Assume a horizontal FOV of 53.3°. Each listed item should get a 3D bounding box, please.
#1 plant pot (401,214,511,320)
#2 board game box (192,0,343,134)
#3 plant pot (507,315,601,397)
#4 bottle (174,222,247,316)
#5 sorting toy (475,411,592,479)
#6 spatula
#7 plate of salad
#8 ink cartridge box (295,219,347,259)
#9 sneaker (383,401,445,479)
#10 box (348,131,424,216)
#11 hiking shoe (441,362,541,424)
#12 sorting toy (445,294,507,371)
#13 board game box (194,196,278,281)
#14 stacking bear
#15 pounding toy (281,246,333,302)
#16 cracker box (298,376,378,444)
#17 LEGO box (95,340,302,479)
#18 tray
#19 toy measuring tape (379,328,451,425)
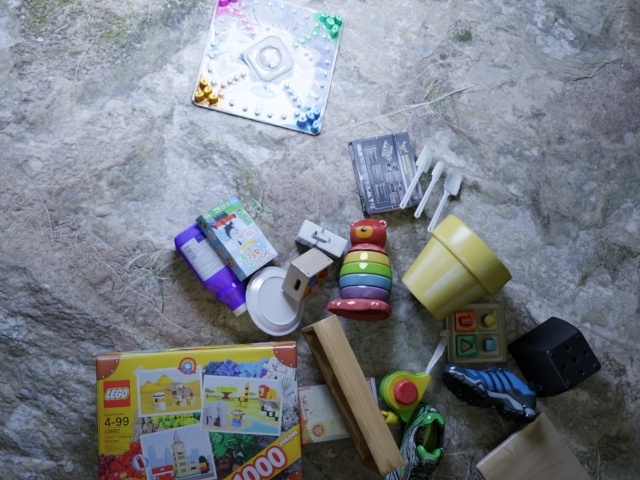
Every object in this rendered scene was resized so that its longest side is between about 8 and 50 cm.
[{"bbox_3d":[0.375,0.095,1.837,0.239,0.254,0.254,-44,92,5],"label":"plant pot"},{"bbox_3d":[-0.151,-0.550,1.914,0.390,0.050,0.389,13,81,-7],"label":"board game box"},{"bbox_3d":[0.708,0.351,1.887,0.188,0.167,0.188,-29,90,-11],"label":"plant pot"},{"bbox_3d":[-0.290,0.082,1.792,0.118,0.092,0.282,-36,90,-8],"label":"bottle"},{"bbox_3d":[0.614,0.679,1.870,0.257,0.089,0.255,-35,90,-11],"label":"sorting toy"},{"bbox_3d":[0.334,-0.151,1.918,0.168,0.019,0.242,39,61,-21],"label":"spatula"},{"bbox_3d":[-0.131,0.173,1.810,0.200,0.048,0.199,14,67,-36],"label":"plate of salad"},{"bbox_3d":[0.000,0.000,1.846,0.135,0.099,0.056,27,80,-4],"label":"ink cartridge box"},{"bbox_3d":[0.267,0.632,1.790,0.134,0.146,0.343,11,82,-8],"label":"sneaker"},{"bbox_3d":[0.198,-0.202,1.925,0.183,0.056,0.230,-12,85,-12],"label":"box"},{"bbox_3d":[0.491,0.421,1.860,0.304,0.113,0.132,28,55,-5],"label":"hiking shoe"},{"bbox_3d":[0.474,0.277,1.917,0.196,0.047,0.347,-1,83,-9],"label":"sorting toy"},{"bbox_3d":[-0.233,-0.007,1.794,0.211,0.039,0.160,54,37,-1],"label":"board game box"},{"bbox_3d":[0.131,0.075,1.832,0.176,0.164,0.288,-2,70,21],"label":"stacking bear"},{"bbox_3d":[-0.026,0.112,1.807,0.100,0.141,0.130,38,42,19],"label":"pounding toy"},{"bbox_3d":[0.047,0.481,1.811,0.233,0.067,0.155,-6,82,-9],"label":"cracker box"},{"bbox_3d":[-0.301,0.465,1.662,0.501,0.193,0.372,-4,84,-2],"label":"LEGO box"},{"bbox_3d":[0.080,0.403,1.690,0.076,0.203,0.410,-23,84,-13],"label":"tray"},{"bbox_3d":[0.259,0.378,1.840,0.121,0.121,0.330,32,76,-4],"label":"toy measuring tape"}]
